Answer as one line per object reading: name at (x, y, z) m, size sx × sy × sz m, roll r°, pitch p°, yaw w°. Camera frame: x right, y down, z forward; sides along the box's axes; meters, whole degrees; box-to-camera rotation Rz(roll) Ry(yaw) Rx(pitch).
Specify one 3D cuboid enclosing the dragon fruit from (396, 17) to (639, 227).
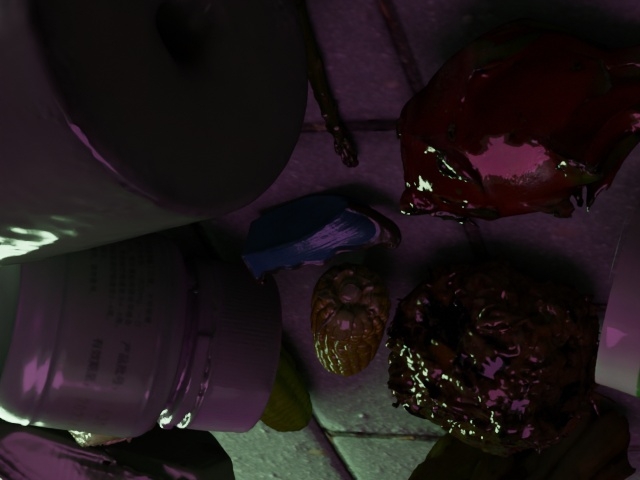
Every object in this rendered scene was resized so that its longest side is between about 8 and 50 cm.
dragon fruit at (0.201, -0.092, 1.308) m, size 0.269 × 0.198 × 0.200 m, roll 7°, pitch 126°, yaw -2°

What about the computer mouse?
computer mouse at (-0.333, 0.302, 2.051) m, size 0.428 × 0.228 × 0.146 m, roll 19°, pitch 108°, yaw -2°

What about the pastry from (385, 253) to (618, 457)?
pastry at (0.191, 0.146, 1.645) m, size 0.274 × 0.193 × 0.275 m, roll 7°, pitch 144°, yaw 6°

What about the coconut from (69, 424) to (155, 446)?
coconut at (-0.277, 0.166, 1.882) m, size 0.194 × 0.194 × 0.194 m, roll 11°, pitch 147°, yaw 7°

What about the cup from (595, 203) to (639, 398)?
cup at (0.422, 0.081, 1.438) m, size 0.273 × 0.253 × 0.253 m, roll 15°, pitch 148°, yaw 17°

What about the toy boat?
toy boat at (0.000, 0.000, 1.613) m, size 0.185 × 0.075 × 0.077 m, roll -19°, pitch 132°, yaw 34°

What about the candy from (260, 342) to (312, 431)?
candy at (-0.062, 0.196, 1.923) m, size 0.096 × 0.097 × 0.209 m, roll -1°, pitch 149°, yaw 23°

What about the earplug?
earplug at (-0.252, -0.141, 1.305) m, size 0.394 × 0.313 × 0.312 m, roll -13°, pitch 138°, yaw 40°

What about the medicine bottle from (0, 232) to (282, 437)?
medicine bottle at (-0.217, 0.107, 1.687) m, size 0.301 × 0.241 × 0.241 m, roll 10°, pitch 150°, yaw -20°

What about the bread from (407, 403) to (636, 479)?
bread at (0.199, 0.332, 1.845) m, size 0.191 × 0.370 × 0.314 m, roll 50°, pitch 147°, yaw 13°

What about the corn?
corn at (0.031, 0.098, 1.710) m, size 0.091 × 0.091 × 0.260 m, roll -6°, pitch 161°, yaw -5°

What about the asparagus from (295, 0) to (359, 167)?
asparagus at (0.001, -0.151, 1.434) m, size 0.024 × 0.025 × 0.248 m, roll -15°, pitch 141°, yaw 6°
